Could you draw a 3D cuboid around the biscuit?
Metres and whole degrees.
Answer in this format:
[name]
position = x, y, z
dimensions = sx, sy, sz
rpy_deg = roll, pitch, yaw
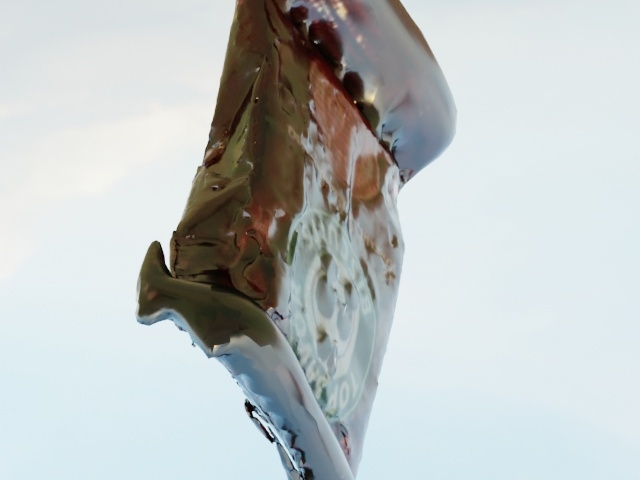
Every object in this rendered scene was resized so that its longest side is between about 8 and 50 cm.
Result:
[biscuit]
position = -0.002, -0.005, 0.453
dimensions = 0.063, 0.151, 0.235
rpy_deg = -12, -134, 25
